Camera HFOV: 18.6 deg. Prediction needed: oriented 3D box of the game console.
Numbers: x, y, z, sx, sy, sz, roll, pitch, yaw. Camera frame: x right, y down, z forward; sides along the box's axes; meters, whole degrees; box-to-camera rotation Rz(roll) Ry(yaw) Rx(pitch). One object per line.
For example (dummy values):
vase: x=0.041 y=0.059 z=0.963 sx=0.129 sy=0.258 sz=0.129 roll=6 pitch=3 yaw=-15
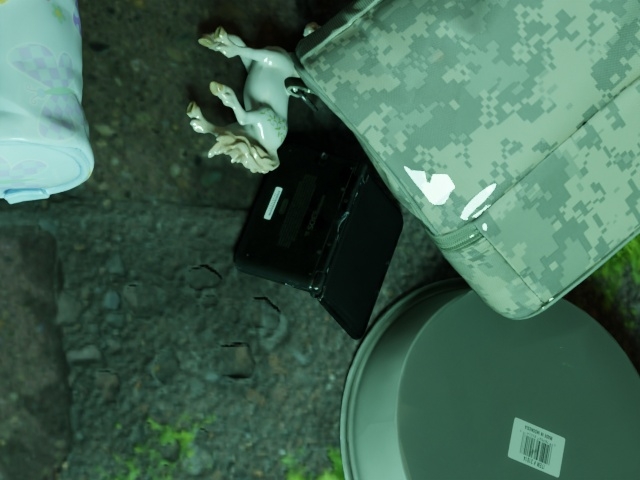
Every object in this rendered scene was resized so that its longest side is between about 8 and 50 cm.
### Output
game console: x=0.000 y=0.000 z=1.529 sx=0.107 sy=0.071 sz=0.122 roll=16 pitch=60 yaw=8

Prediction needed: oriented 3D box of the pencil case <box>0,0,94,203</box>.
pencil case: x=-0.223 y=-0.165 z=1.392 sx=0.124 sy=0.113 sz=0.273 roll=34 pitch=47 yaw=-65

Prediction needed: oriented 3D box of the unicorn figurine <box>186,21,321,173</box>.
unicorn figurine: x=-0.042 y=-0.125 z=1.528 sx=0.111 sy=0.060 sz=0.162 roll=23 pitch=77 yaw=-29

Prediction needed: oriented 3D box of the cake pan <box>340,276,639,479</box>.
cake pan: x=0.154 y=0.163 z=1.535 sx=0.293 sy=0.054 sz=0.293 roll=11 pitch=68 yaw=-27

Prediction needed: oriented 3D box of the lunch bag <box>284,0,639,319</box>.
lunch bag: x=0.158 y=-0.139 z=1.469 sx=0.305 sy=0.212 sz=0.256 roll=-40 pitch=115 yaw=8
